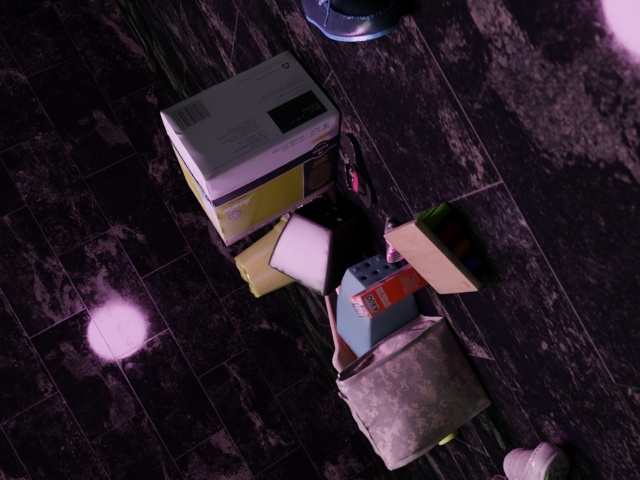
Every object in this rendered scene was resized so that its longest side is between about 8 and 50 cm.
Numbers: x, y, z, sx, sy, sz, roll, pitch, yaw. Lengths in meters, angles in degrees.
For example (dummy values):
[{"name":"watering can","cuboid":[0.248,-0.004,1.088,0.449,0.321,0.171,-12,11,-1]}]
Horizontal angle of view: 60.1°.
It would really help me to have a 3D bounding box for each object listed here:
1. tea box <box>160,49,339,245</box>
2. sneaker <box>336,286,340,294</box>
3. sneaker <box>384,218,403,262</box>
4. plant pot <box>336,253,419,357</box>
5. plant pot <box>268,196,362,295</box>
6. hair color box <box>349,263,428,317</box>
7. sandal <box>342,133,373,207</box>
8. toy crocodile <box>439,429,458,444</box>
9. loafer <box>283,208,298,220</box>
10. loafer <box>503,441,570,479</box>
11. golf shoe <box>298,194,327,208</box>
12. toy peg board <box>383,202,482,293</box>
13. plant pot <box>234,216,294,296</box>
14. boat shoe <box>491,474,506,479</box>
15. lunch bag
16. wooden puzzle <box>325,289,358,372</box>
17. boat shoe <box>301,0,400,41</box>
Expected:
[{"name":"tea box","cuboid":[-0.150,-0.205,1.306,0.220,0.329,0.323,54,164,21]},{"name":"sneaker","cuboid":[0.093,0.127,1.565,0.314,0.116,0.136,56,162,12]},{"name":"sneaker","cuboid":[0.162,0.000,1.234,0.119,0.047,0.057,81,172,-48]},{"name":"plant pot","cuboid":[0.140,0.164,1.385,0.165,0.166,0.234,46,153,44]},{"name":"plant pot","cuboid":[0.000,0.000,1.420,0.187,0.188,0.167,26,125,24]},{"name":"hair color box","cuboid":[0.153,0.104,1.192,0.053,0.167,0.093,60,166,0]},{"name":"sandal","cuboid":[0.074,-0.149,1.229,0.067,0.040,0.179,38,154,57]},{"name":"toy crocodile","cuboid":[0.314,0.549,1.647,0.115,0.105,0.340,57,166,13]},{"name":"loafer","cuboid":[-0.062,-0.082,1.782,0.087,0.094,0.251,20,155,31]},{"name":"loafer","cuboid":[0.419,0.472,1.113,0.111,0.112,0.319,40,157,35]},{"name":"golf shoe","cuboid":[-0.020,-0.112,1.618,0.086,0.067,0.186,32,175,-28]},{"name":"toy peg board","cuboid":[0.219,0.012,1.011,0.160,0.079,0.161,45,167,-3]},{"name":"plant pot","cuboid":[-0.186,0.084,2.170,0.276,0.254,0.276,55,166,21]},{"name":"boat shoe","cuboid":[0.472,0.604,1.323,0.152,0.056,0.049,22,136,53]},{"name":"lunch bag","cuboid":[0.199,0.344,1.268,0.235,0.287,0.169,60,166,-2]},{"name":"wooden puzzle","cuboid":[0.134,0.336,1.682,0.322,0.080,0.348,55,-165,-25]},{"name":"boat shoe","cuboid":[0.025,-0.367,0.838,0.258,0.109,0.089,41,153,48]}]
